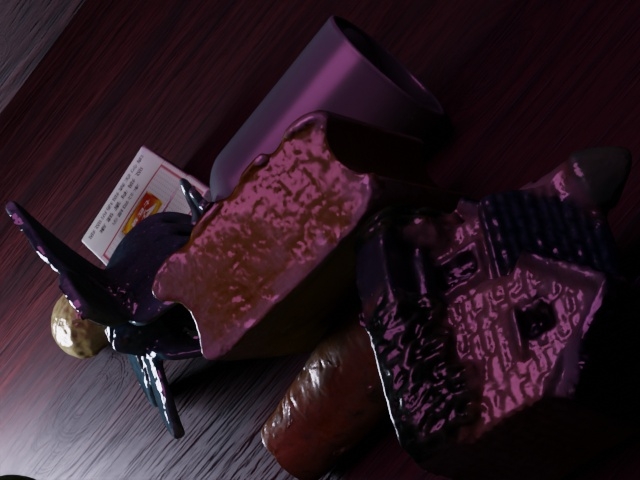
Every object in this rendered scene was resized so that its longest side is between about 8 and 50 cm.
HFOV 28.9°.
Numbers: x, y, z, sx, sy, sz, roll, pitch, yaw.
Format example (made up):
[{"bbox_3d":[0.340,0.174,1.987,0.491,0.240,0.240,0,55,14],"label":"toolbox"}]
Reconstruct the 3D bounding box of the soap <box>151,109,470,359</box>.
[{"bbox_3d":[0.000,0.000,1.477,0.293,0.335,0.156,-43,72,16],"label":"soap"}]

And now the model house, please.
[{"bbox_3d":[0.220,0.058,1.219,0.284,0.243,0.298,-32,50,28],"label":"model house"}]

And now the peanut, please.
[{"bbox_3d":[-0.394,0.125,2.128,0.140,0.109,0.159,32,93,45],"label":"peanut"}]

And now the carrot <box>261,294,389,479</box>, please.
[{"bbox_3d":[0.049,0.151,1.464,0.302,0.139,0.138,-46,33,22],"label":"carrot"}]

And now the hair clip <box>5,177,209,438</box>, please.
[{"bbox_3d":[-0.218,0.069,1.748,0.238,0.392,0.318,-35,25,-8],"label":"hair clip"}]

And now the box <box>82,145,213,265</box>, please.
[{"bbox_3d":[-0.271,-0.022,2.109,0.210,0.095,0.330,-57,33,0],"label":"box"}]

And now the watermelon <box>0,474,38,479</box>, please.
[{"bbox_3d":[-0.469,0.456,1.849,0.188,0.188,0.214,-17,36,47],"label":"watermelon"}]

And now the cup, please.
[{"bbox_3d":[-0.003,-0.134,1.728,0.312,0.205,0.205,-47,32,16],"label":"cup"}]
